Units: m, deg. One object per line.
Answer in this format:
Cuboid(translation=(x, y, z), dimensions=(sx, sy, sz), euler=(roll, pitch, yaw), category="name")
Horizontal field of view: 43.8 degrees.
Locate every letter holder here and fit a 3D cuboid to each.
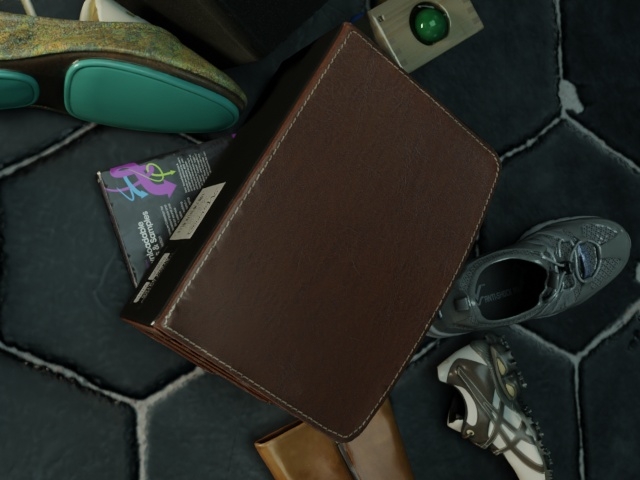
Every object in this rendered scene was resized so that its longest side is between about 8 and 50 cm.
Cuboid(translation=(0.000, 0.000, 0.727), dimensions=(0.214, 0.152, 0.302), euler=(36, 75, -19), category="letter holder")

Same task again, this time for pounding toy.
Cuboid(translation=(0.091, -0.229, 0.810), dimensions=(0.130, 0.141, 0.100), euler=(-34, 98, -20), category="pounding toy")

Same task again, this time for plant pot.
Cuboid(translation=(-0.084, -0.263, 0.732), dimensions=(0.187, 0.188, 0.167), euler=(-47, 114, -18), category="plant pot")

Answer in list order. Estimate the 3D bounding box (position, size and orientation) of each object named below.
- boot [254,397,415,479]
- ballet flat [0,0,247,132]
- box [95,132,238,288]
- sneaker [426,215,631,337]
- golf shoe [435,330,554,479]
Cuboid(translation=(0.013, 0.315, 0.767), dimensions=(0.264, 0.096, 0.280), euler=(-27, 95, -20), category="boot")
Cuboid(translation=(-0.235, -0.166, 0.701), dimensions=(0.348, 0.123, 0.123), euler=(0, 86, -21), category="ballet flat")
Cuboid(translation=(-0.122, -0.033, 0.774), dimensions=(0.162, 0.029, 0.116), euler=(-19, 94, -23), category="box")
Cuboid(translation=(0.238, 0.045, 0.862), dimensions=(0.281, 0.115, 0.105), euler=(-20, 94, -21), category="sneaker")
Cuboid(translation=(0.188, 0.199, 0.865), dimensions=(0.094, 0.077, 0.198), euler=(-22, 99, 3), category="golf shoe")
